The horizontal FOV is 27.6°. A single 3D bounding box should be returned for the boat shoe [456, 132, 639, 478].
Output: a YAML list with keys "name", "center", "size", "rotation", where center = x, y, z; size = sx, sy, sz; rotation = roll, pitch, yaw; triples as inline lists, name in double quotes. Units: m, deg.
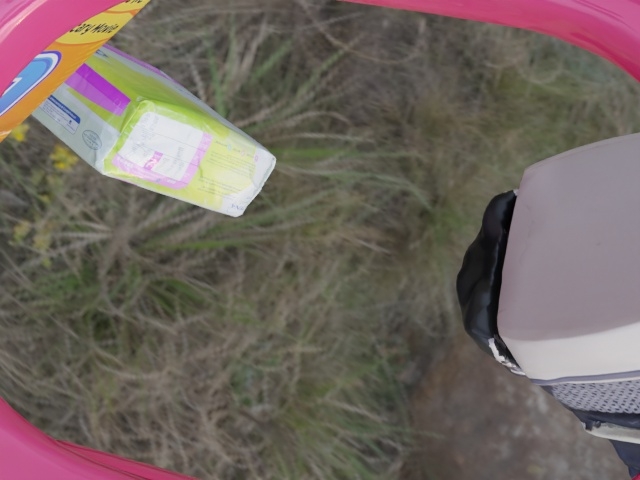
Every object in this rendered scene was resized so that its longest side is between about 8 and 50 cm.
- name: "boat shoe"
  center: [0.235, 0.018, 0.481]
  size: [0.158, 0.341, 0.127]
  rotation: [45, 48, -41]

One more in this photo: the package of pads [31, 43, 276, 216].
- name: "package of pads"
  center: [-0.207, -0.140, 1.501]
  size: [0.101, 0.229, 0.296]
  rotation: [-57, 152, 8]

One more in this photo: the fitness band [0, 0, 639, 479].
- name: "fitness band"
  center: [0.000, 0.000, 0.382]
  size: [0.054, 0.291, 0.209]
  rotation: [38, 64, -76]

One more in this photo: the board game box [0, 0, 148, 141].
- name: "board game box"
  center: [-0.375, -0.172, 0.711]
  size: [0.356, 0.356, 0.356]
  rotation: [55, 30, 2]
